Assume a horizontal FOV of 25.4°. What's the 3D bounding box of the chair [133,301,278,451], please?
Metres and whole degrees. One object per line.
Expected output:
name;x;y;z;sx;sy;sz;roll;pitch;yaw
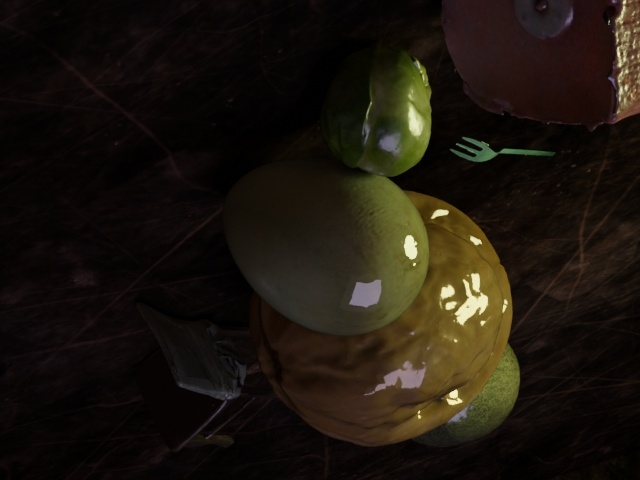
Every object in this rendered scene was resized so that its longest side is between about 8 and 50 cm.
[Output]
chair;-0.203;0.213;2.170;0.186;0.160;0.319;-38;154;22

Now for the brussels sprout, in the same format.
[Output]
brussels sprout;0.070;-0.151;1.744;0.131;0.145;0.183;-3;153;15

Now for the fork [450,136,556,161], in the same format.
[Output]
fork;0.283;-0.130;2.108;0.235;0.021;0.039;2;147;-44

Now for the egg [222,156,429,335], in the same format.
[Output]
egg;0.000;0.000;1.814;0.218;0.295;0.218;-35;137;-41

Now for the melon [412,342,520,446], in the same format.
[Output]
melon;0.229;0.247;2.532;0.248;0.248;0.329;-34;157;17

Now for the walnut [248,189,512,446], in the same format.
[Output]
walnut;0.081;0.113;2.062;0.383;0.383;0.383;-20;155;-10

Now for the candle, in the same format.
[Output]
candle;0.281;-0.256;1.567;0.131;0.287;0.317;-17;151;-29
